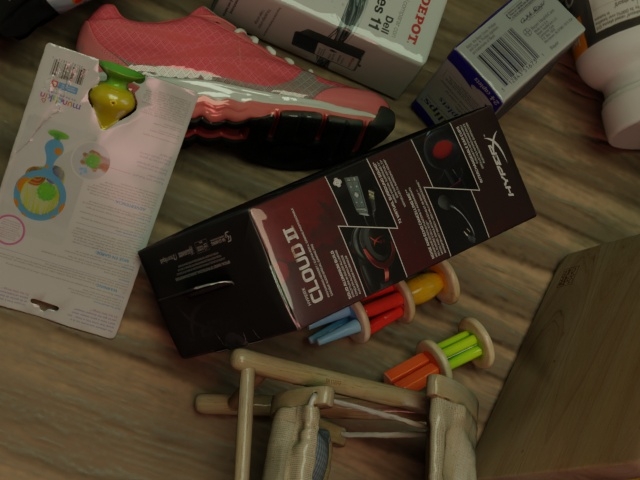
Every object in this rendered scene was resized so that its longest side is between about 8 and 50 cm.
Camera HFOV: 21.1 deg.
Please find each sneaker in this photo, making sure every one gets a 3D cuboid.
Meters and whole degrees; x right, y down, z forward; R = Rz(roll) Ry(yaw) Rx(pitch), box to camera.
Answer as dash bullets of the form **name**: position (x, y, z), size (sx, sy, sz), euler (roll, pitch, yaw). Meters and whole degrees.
- **sneaker**: position (-0.079, -0.154, 1.588), size (0.314, 0.116, 0.136), euler (6, 68, -15)

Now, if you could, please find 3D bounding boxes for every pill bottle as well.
- **pill bottle**: position (0.320, -0.242, 1.710), size (0.162, 0.162, 0.278), euler (-5, 75, -19)

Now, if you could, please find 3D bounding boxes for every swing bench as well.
- **swing bench**: position (0.023, 0.245, 1.446), size (0.255, 0.165, 0.253), euler (8, 68, -14)

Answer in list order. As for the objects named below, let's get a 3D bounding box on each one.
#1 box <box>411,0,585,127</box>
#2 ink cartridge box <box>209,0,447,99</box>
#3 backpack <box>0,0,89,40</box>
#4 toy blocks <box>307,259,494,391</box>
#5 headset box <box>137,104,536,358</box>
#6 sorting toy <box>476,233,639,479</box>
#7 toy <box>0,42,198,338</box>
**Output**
- **box**: position (0.168, -0.165, 1.653), size (0.126, 0.137, 0.072), euler (-41, 85, -25)
- **ink cartridge box**: position (0.019, -0.253, 1.668), size (0.208, 0.087, 0.153), euler (23, 66, -9)
- **backpack**: position (-0.185, -0.381, 1.557), size (0.355, 0.273, 0.290), euler (-31, 86, 13)
- **toy blocks**: position (0.070, 0.091, 1.577), size (0.148, 0.054, 0.123), euler (-23, 78, -23)
- **headset box**: position (0.000, 0.000, 1.469), size (0.293, 0.218, 0.110), euler (-24, 93, -31)
- **sorting toy**: position (0.279, 0.119, 1.530), size (0.089, 0.255, 0.257), euler (37, 64, -19)
- **toy**: position (-0.208, -0.046, 1.505), size (0.137, 0.056, 0.237), euler (18, 107, -11)
